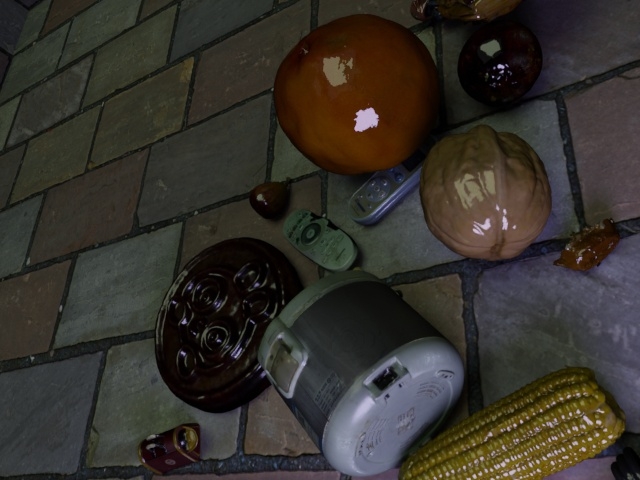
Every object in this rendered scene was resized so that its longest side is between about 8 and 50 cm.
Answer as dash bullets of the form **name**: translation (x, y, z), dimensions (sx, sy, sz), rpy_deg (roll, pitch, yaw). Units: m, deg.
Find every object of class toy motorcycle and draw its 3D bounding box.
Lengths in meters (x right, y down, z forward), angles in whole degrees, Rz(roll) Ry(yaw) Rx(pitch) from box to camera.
- **toy motorcycle**: translation (0.275, -0.590, 1.451), dimensions (0.118, 0.084, 0.213), rpy_deg (-9, 53, 35)

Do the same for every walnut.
- **walnut**: translation (0.284, -0.086, 1.074), dimensions (0.225, 0.225, 0.261), rpy_deg (-23, 41, 25)

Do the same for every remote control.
- **remote control**: translation (-0.002, -0.001, 1.352), dimensions (0.097, 0.045, 0.256), rpy_deg (-52, 44, 0)
- **remote control**: translation (0.158, -0.127, 1.301), dimensions (0.244, 0.047, 0.087), rpy_deg (-43, 44, 10)

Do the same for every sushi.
- **sushi**: translation (0.437, 0.009, 1.011), dimensions (0.118, 0.061, 0.060), rpy_deg (-29, 40, -4)

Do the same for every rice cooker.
- **rice cooker**: translation (0.061, 0.213, 1.025), dimensions (0.288, 0.288, 0.277), rpy_deg (-50, 48, 3)

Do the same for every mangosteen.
- **mangosteen**: translation (0.353, -0.357, 1.211), dimensions (0.172, 0.172, 0.184), rpy_deg (-6, 43, 35)

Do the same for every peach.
- **peach**: translation (0.068, -0.301, 1.260), dimensions (0.342, 0.301, 0.343), rpy_deg (-37, 27, 23)

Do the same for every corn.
- **corn**: translation (0.272, 0.309, 0.914), dimensions (0.344, 0.131, 0.131), rpy_deg (-36, 49, 18)

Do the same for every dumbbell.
- **dumbbell**: translation (0.462, 0.295, 0.796), dimensions (0.208, 0.099, 0.099), rpy_deg (-35, 49, 18)

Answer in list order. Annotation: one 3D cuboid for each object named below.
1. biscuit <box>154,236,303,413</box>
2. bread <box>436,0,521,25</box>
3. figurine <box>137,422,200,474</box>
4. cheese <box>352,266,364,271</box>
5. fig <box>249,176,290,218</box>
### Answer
- **biscuit**: translation (-0.219, 0.177, 1.384), dimensions (0.407, 0.091, 0.408), rpy_deg (-18, 55, 28)
- **bread**: translation (0.392, -0.591, 1.202), dimensions (0.370, 0.192, 0.314), rpy_deg (-32, 17, 6)
- **figurine**: translation (-0.322, 0.432, 1.312), dimensions (0.154, 0.098, 0.082), rpy_deg (-28, 48, 25)
- **cheese**: translation (0.089, 0.090, 1.240), dimensions (0.044, 0.030, 0.083), rpy_deg (-46, 53, -2)
- **fig**: translation (-0.110, -0.112, 1.479), dimensions (0.125, 0.089, 0.089), rpy_deg (-43, 45, -16)
